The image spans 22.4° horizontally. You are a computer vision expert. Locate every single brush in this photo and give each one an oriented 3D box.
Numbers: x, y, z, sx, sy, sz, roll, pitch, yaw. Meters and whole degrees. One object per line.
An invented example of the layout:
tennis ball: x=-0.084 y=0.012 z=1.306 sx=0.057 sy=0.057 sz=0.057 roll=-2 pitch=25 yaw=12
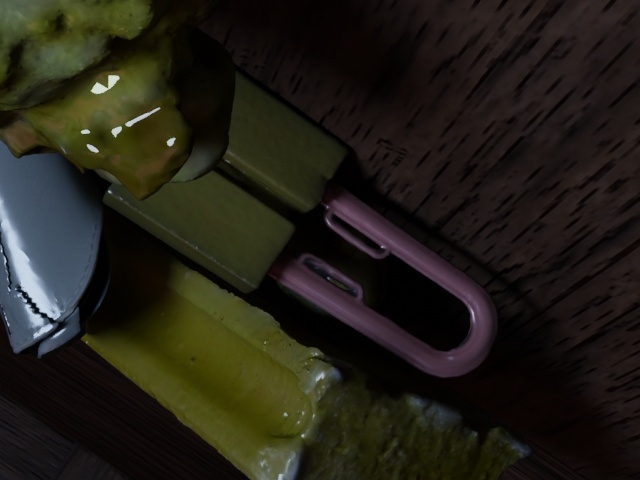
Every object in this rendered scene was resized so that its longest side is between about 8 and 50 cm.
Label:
brush: x=0.000 y=0.000 z=0.927 sx=0.233 sy=0.103 sz=0.047 roll=34 pitch=165 yaw=-5

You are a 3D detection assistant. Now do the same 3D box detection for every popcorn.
popcorn: x=-0.142 y=-0.127 z=0.706 sx=0.266 sy=0.192 sz=0.233 roll=53 pitch=166 yaw=-2

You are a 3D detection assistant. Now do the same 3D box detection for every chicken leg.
chicken leg: x=-0.030 y=-0.013 z=1.006 sx=0.178 sy=0.070 sz=0.093 roll=38 pitch=168 yaw=9

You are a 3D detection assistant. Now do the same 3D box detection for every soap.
soap: x=-0.038 y=0.078 z=1.039 sx=0.199 sy=0.091 sz=0.315 roll=27 pitch=-178 yaw=-44

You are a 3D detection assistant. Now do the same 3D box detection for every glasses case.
glasses case: x=-0.198 y=-0.076 z=0.978 sx=0.308 sy=0.083 sz=0.128 roll=64 pitch=179 yaw=9

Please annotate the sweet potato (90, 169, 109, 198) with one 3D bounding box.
sweet potato: x=-0.183 y=-0.050 z=1.176 sx=0.049 sy=0.049 sz=0.117 roll=29 pitch=164 yaw=13
